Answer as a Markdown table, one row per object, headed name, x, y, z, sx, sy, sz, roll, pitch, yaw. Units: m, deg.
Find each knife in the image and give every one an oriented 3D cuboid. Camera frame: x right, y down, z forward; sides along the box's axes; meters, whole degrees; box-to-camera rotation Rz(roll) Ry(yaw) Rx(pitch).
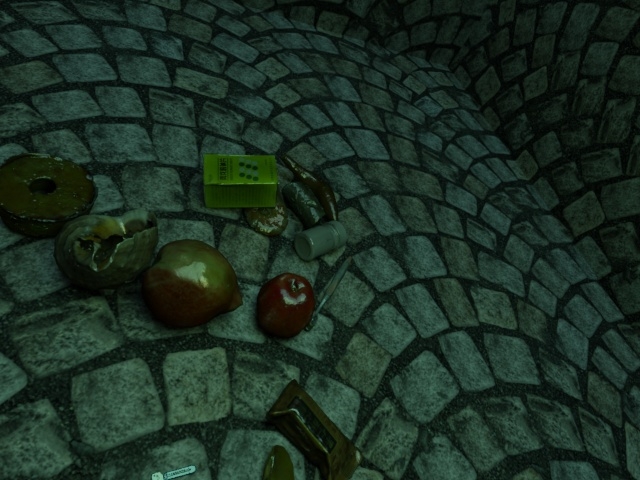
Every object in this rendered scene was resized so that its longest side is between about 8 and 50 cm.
| name | x | y | z | sx | sy | sz | roll | pitch | yaw |
| --- | --- | --- | --- | --- | --- | --- | --- | --- | --- |
| knife | -0.318 | 0.508 | 0.964 | 0.096 | 0.010 | 0.027 | -1 | 53 | -30 |

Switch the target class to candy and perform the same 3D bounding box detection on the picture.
| name | x | y | z | sx | sy | sz | roll | pitch | yaw |
| --- | --- | --- | --- | --- | --- | --- | --- | --- | --- |
| candy | -0.014 | 0.486 | 1.097 | 0.271 | 0.101 | 0.143 | 46 | 39 | 5 |

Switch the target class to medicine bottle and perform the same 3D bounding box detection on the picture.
| name | x | y | z | sx | sy | sz | roll | pitch | yaw |
| --- | --- | --- | --- | --- | --- | --- | --- | --- | --- |
| medicine bottle | 0.000 | 0.000 | 1.524 | 0.168 | 0.105 | 0.105 | -22 | 65 | -40 |
| medicine bottle | -0.268 | -0.200 | 1.483 | 0.249 | 0.141 | 0.137 | -2 | 59 | -11 |

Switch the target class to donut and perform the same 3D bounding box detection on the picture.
| name | x | y | z | sx | sy | sz | roll | pitch | yaw |
| --- | --- | --- | --- | --- | --- | --- | --- | --- | --- |
| donut | -0.755 | -0.120 | 1.212 | 0.271 | 0.107 | 0.272 | 19 | 41 | -17 |

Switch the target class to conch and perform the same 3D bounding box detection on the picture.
| name | x | y | z | sx | sy | sz | roll | pitch | yaw |
| --- | --- | --- | --- | --- | --- | --- | --- | --- | --- |
| conch | -0.518 | 0.027 | 1.113 | 0.263 | 0.186 | 0.324 | -33 | 35 | -16 |

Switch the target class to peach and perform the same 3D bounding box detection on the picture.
| name | x | y | z | sx | sy | sz | roll | pitch | yaw |
| --- | --- | --- | --- | --- | --- | --- | --- | --- | --- |
| peach | -0.324 | 0.117 | 1.161 | 0.256 | 0.232 | 0.233 | 27 | 43 | -18 |

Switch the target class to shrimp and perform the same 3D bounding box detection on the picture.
| name | x | y | z | sx | sy | sz | roll | pitch | yaw |
| --- | --- | --- | --- | --- | --- | --- | --- | --- | --- |
| shrimp | -0.198 | -0.141 | 1.570 | 0.153 | 0.062 | 0.295 | 2 | 53 | -20 |

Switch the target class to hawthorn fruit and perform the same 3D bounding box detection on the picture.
| name | x | y | z | sx | sy | sz | roll | pitch | yaw |
| --- | --- | --- | --- | --- | --- | --- | --- | --- | --- |
| hawthorn fruit | -0.095 | 0.181 | 1.262 | 0.189 | 0.189 | 0.189 | 16 | 46 | -17 |

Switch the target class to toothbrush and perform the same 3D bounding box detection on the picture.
| name | x | y | z | sx | sy | sz | roll | pitch | yaw |
| --- | --- | --- | --- | --- | --- | --- | --- | --- | --- |
| toothbrush | 0.034 | 0.162 | 1.454 | 0.028 | 0.037 | 0.375 | 36 | 41 | 0 |

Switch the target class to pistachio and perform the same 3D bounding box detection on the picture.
| name | x | y | z | sx | sy | sz | roll | pitch | yaw |
| --- | --- | --- | --- | --- | --- | --- | --- | --- | --- |
| pistachio | -0.101 | 0.563 | 1.010 | 0.089 | 0.049 | 0.173 | 26 | 37 | -40 |

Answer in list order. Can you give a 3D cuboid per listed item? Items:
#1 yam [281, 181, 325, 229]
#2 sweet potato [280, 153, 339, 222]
| name | x | y | z | sx | sy | sz | roll | pitch | yaw |
| --- | --- | --- | --- | --- | --- | --- | --- | --- | --- |
| yam | -0.056 | -0.127 | 1.608 | 0.107 | 0.107 | 0.183 | -21 | 71 | -40 |
| sweet potato | -0.021 | -0.206 | 1.699 | 0.346 | 0.079 | 0.108 | 49 | 19 | 9 |
